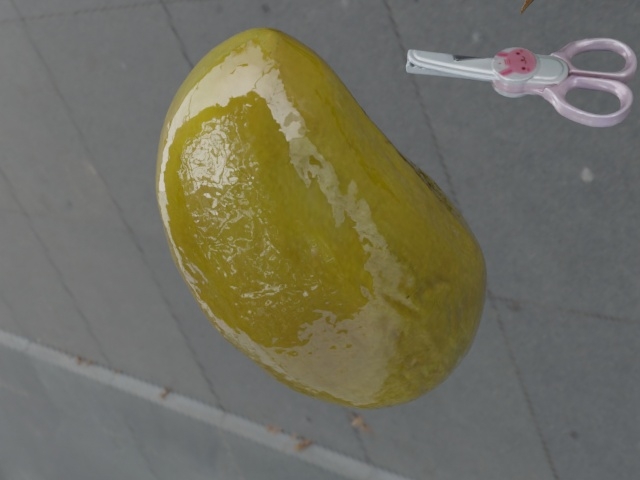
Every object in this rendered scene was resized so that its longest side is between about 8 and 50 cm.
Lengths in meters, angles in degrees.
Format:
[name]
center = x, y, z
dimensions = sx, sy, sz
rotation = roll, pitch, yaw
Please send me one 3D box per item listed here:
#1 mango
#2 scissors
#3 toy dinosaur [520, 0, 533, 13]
[mango]
center = -0.005, 0.005, 0.772
dimensions = 0.195, 0.142, 0.331
rotation = -31, 126, 19
[scissors]
center = 0.211, -0.177, 1.156
dimensions = 0.242, 0.118, 0.030
rotation = 8, 144, 11
[toy dinosaur]
center = 0.216, -0.232, 0.974
dimensions = 0.113, 0.041, 0.026
rotation = 137, 124, -72
